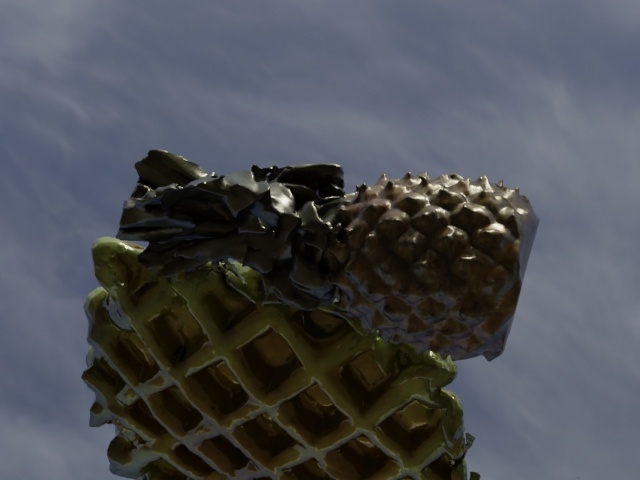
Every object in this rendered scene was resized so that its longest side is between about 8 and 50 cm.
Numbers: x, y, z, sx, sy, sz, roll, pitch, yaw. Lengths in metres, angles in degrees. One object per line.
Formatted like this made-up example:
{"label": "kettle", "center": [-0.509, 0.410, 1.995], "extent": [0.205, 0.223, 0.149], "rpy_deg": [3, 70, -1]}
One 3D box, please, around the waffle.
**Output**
{"label": "waffle", "center": [-0.021, 0.093, 0.740], "extent": [0.207, 0.214, 0.054], "rpy_deg": [13, -136, 12]}

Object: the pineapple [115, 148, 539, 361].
{"label": "pineapple", "center": [0.000, 0.000, 0.576], "extent": [0.159, 0.074, 0.074], "rpy_deg": [12, -97, 10]}
